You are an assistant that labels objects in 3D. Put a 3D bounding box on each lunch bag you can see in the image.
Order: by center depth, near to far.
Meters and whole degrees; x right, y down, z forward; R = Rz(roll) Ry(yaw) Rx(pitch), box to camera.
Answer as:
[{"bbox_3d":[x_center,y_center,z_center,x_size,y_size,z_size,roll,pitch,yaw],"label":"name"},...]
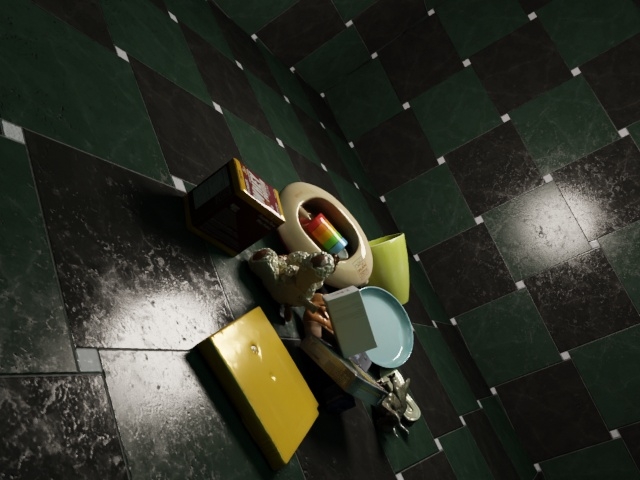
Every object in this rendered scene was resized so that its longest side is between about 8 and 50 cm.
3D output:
[{"bbox_3d":[0.054,0.452,1.539,0.098,0.067,0.065,35,27,-50],"label":"lunch bag"}]

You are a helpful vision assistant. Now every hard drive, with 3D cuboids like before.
[{"bbox_3d":[0.070,0.336,1.802,0.254,0.054,0.172,57,18,3],"label":"hard drive"}]

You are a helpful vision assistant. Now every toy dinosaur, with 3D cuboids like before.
[{"bbox_3d":[0.235,0.544,1.818,0.160,0.121,0.313,70,18,7],"label":"toy dinosaur"}]

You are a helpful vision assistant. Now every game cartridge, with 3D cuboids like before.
[{"bbox_3d":[-0.135,0.336,1.297,0.323,0.053,0.285,60,18,2],"label":"game cartridge"}]

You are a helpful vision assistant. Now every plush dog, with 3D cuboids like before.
[{"bbox_3d":[-0.062,0.108,1.649,0.225,0.263,0.210,-46,135,-62],"label":"plush dog"}]

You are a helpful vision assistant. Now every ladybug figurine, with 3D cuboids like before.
[{"bbox_3d":[0.000,0.000,1.929,0.449,0.162,0.305,51,50,0],"label":"ladybug figurine"}]

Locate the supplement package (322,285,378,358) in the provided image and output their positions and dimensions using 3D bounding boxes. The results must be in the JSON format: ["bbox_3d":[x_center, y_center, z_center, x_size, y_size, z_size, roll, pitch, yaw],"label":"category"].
[{"bbox_3d":[0.084,0.237,1.588,0.105,0.105,0.179,-164,-124,-82],"label":"supplement package"}]

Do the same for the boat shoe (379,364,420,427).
[{"bbox_3d":[0.275,0.559,1.952,0.079,0.084,0.233,94,-26,-49],"label":"boat shoe"}]

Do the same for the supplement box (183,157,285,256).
[{"bbox_3d":[-0.239,-0.086,1.500,0.191,0.194,0.129,37,27,-46],"label":"supplement box"}]

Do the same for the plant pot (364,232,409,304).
[{"bbox_3d":[0.280,0.148,2.399,0.275,0.275,0.293,-28,101,-72],"label":"plant pot"}]

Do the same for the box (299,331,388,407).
[{"bbox_3d":[0.066,0.373,1.570,0.231,0.056,0.183,34,-4,47],"label":"box"}]

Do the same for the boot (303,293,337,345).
[{"bbox_3d":[0.040,0.246,1.701,0.197,0.073,0.152,15,57,-23],"label":"boot"}]

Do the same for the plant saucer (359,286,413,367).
[{"bbox_3d":[0.220,0.329,2.045,0.318,0.044,0.317,19,55,-30],"label":"plant saucer"}]
